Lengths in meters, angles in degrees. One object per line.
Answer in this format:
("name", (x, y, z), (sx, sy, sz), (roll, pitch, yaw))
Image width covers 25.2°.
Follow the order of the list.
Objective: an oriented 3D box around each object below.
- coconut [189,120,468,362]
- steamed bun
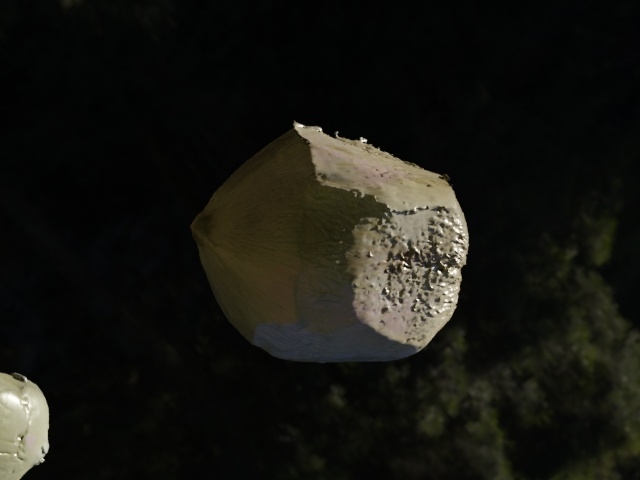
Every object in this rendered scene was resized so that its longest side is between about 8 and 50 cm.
("coconut", (0.000, 0.000, 0.645), (0.110, 0.124, 0.110), (-19, -113, 56))
("steamed bun", (-0.243, 0.127, 0.910), (0.130, 0.091, 0.112), (-3, 169, 27))
